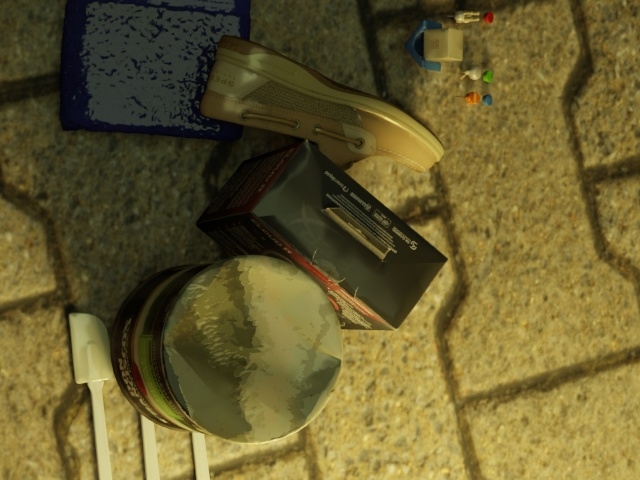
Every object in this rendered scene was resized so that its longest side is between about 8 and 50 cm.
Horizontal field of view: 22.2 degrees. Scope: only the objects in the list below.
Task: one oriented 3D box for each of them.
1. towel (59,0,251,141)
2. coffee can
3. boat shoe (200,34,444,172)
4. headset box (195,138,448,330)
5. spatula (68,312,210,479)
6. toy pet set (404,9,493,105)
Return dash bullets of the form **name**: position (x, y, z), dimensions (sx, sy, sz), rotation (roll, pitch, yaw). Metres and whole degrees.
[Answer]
- **towel**: position (-0.195, -0.275, 1.965), dimensions (0.227, 0.076, 0.308), rotation (4, 87, -11)
- **coffee can**: position (-0.112, 0.121, 1.842), dimensions (0.201, 0.275, 0.202), rotation (1, 86, -18)
- **boat shoe**: position (0.001, -0.138, 1.973), dimensions (0.341, 0.121, 0.110), rotation (22, 89, -33)
- **headset box**: position (0.000, 0.000, 1.894), dimensions (0.218, 0.293, 0.110), rotation (39, 77, -12)
- **spatula**: position (-0.206, 0.197, 1.963), dimensions (0.168, 0.019, 0.242), rotation (-7, 90, -19)
- **toy pet set**: position (0.165, -0.236, 2.093), dimensions (0.114, 0.065, 0.122), rotation (1, 90, -53)
